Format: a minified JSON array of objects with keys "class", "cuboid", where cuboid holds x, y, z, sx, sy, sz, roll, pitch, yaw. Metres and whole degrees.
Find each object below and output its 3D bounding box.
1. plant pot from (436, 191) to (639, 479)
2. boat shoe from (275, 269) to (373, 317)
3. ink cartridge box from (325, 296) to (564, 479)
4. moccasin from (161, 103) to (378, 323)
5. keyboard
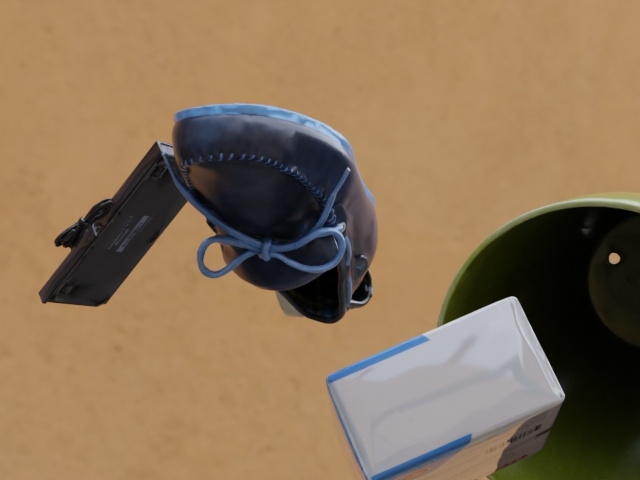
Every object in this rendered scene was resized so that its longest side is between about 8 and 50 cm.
[{"class":"plant pot","cuboid":[0.270,0.070,1.683,0.275,0.274,0.293,18,18,15]},{"class":"boat shoe","cuboid":[-0.001,0.004,2.172,0.113,0.127,0.340,6,-26,11]},{"class":"ink cartridge box","cuboid":[0.087,0.127,1.422,0.148,0.086,0.203,-24,-15,-5]},{"class":"moccasin","cuboid":[-0.019,-0.013,1.559,0.138,0.116,0.342,-1,-16,22]},{"class":"keyboard","cuboid":[-0.177,-0.013,1.689,0.108,0.180,0.023,9,36,-55]}]
